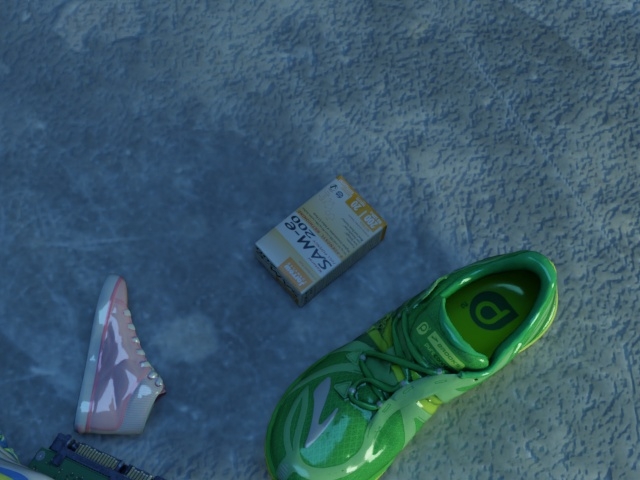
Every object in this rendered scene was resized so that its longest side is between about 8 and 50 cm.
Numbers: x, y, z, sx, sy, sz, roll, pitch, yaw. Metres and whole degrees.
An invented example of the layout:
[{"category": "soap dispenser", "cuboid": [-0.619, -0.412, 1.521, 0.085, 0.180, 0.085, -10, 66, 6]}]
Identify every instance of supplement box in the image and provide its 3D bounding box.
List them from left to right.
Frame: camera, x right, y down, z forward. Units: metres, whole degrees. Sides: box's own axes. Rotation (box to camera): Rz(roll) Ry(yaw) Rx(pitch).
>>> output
[{"category": "supplement box", "cuboid": [0.000, 0.000, 1.475, 0.098, 0.036, 0.062, -40, 77, -16]}]

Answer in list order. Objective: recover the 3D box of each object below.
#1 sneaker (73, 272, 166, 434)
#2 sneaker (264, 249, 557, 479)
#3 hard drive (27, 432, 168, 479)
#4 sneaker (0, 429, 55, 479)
[{"category": "sneaker", "cuboid": [-0.157, 0.097, 1.422, 0.070, 0.051, 0.134, 9, 73, -2]}, {"category": "sneaker", "cuboid": [0.072, 0.096, 1.399, 0.295, 0.123, 0.109, -39, 77, -15]}, {"category": "hard drive", "cuboid": [-0.195, 0.327, 1.280, 0.237, 0.064, 0.339, 19, 68, 31]}, {"category": "sneaker", "cuboid": [-0.280, 0.152, 1.340, 0.240, 0.091, 0.126, 7, 55, 26]}]
